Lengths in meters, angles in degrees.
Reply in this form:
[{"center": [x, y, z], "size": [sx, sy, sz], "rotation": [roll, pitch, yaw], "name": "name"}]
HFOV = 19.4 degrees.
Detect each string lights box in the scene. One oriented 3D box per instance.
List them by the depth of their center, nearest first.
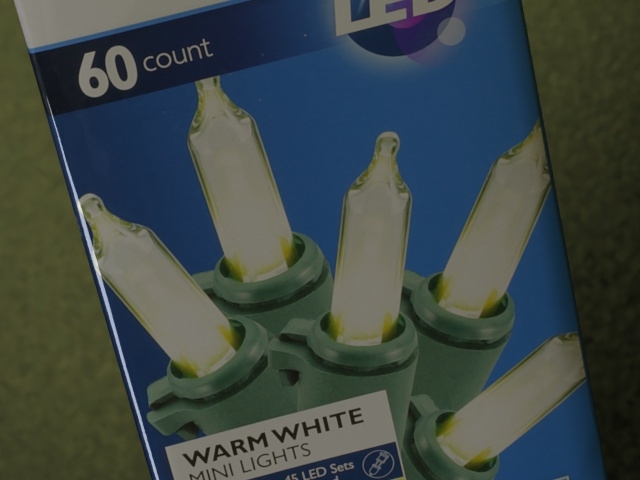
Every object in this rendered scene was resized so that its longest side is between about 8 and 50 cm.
[{"center": [0.000, 0.000, 0.550], "size": [0.133, 0.077, 0.259], "rotation": [-15, 114, -3], "name": "string lights box"}]
